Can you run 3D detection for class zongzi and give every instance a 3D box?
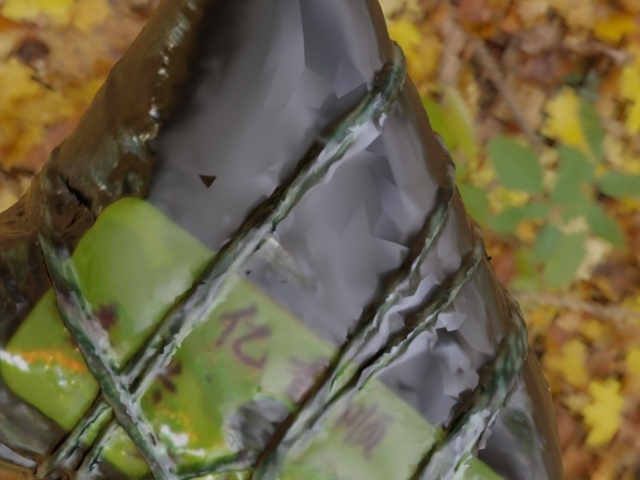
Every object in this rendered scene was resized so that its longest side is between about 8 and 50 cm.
[{"bbox_3d":[0.000,0.000,0.929,0.383,0.319,0.362,26,105,-13],"label":"zongzi"}]
